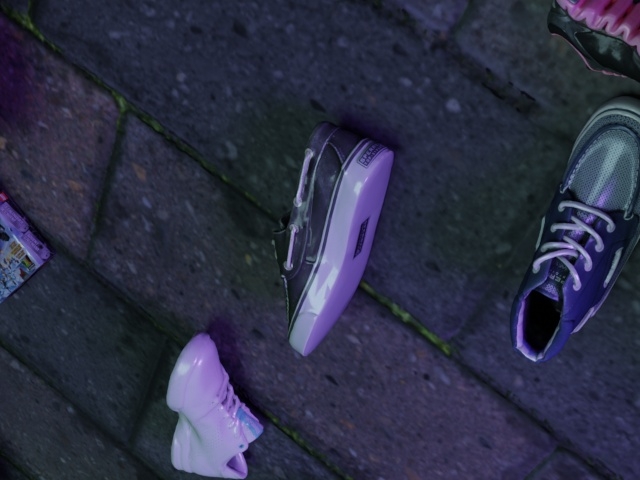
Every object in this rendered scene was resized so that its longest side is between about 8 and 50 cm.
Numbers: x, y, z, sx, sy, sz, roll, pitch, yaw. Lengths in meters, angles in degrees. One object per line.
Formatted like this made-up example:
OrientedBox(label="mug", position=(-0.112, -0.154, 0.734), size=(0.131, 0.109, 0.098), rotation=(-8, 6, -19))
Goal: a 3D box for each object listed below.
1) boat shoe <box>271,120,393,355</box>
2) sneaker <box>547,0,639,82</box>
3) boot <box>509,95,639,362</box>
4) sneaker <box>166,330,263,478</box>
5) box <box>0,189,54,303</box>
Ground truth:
OrientedBox(label="boat shoe", position=(0.000, 0.000, 0.880), size=(0.070, 0.078, 0.219), rotation=(29, 126, 18))
OrientedBox(label="sneaker", position=(0.192, -0.121, 0.663), size=(0.119, 0.047, 0.057), rotation=(41, 153, 11))
OrientedBox(label="boot", position=(0.182, -0.001, 0.720), size=(0.069, 0.086, 0.190), rotation=(25, 133, 23))
OrientedBox(label="sneaker", position=(-0.105, 0.177, 1.101), size=(0.094, 0.080, 0.212), rotation=(18, 138, 13))
OrientedBox(label="box", position=(-0.368, 0.011, 1.211), size=(0.094, 0.027, 0.137), rotation=(52, 138, -5))
